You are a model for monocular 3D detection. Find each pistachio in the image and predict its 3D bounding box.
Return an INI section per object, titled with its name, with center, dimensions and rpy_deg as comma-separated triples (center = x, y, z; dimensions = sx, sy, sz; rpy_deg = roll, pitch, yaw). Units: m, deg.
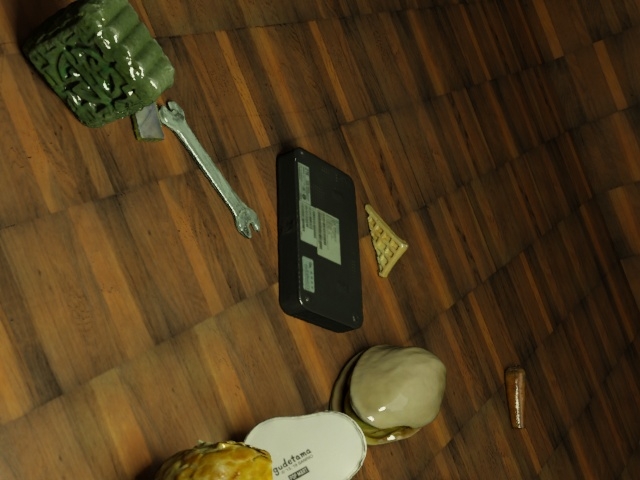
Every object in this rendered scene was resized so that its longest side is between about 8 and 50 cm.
[pistachio]
center = 0.139, 0.292, 1.910
dimensions = 0.288, 0.166, 0.197
rpy_deg = -16, 64, -52

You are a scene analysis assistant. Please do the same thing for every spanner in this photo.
[spanner]
center = -0.198, -0.128, 1.768
dimensions = 0.302, 0.017, 0.071
rpy_deg = 56, 36, -21

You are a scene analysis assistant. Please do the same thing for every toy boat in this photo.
[toy boat]
center = -0.305, -0.226, 1.667
dimensions = 0.063, 0.016, 0.115
rpy_deg = -6, 79, -56

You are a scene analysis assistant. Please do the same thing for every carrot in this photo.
[carrot]
center = 0.496, 0.396, 2.458
dimensions = 0.055, 0.055, 0.161
rpy_deg = 23, 62, -48

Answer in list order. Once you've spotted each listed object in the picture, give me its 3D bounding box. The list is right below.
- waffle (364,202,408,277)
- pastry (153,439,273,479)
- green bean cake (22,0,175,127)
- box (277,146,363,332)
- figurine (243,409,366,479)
[waffle]
center = 0.122, -0.001, 2.157
dimensions = 0.023, 0.097, 0.153
rpy_deg = 6, 37, -52
[pastry]
center = -0.175, 0.401, 1.365
dimensions = 0.170, 0.237, 0.256
rpy_deg = 24, 53, -12
[green bean cake]
center = -0.339, -0.274, 1.494
dimensions = 0.185, 0.183, 0.094
rpy_deg = 53, 39, -26
[box]
center = 0.000, 0.000, 1.949
dimensions = 0.211, 0.058, 0.350
rpy_deg = 24, 55, -47
[figurine]
center = -0.025, 0.359, 1.606
dimensions = 0.141, 0.250, 0.166
rpy_deg = 3, 66, -74
